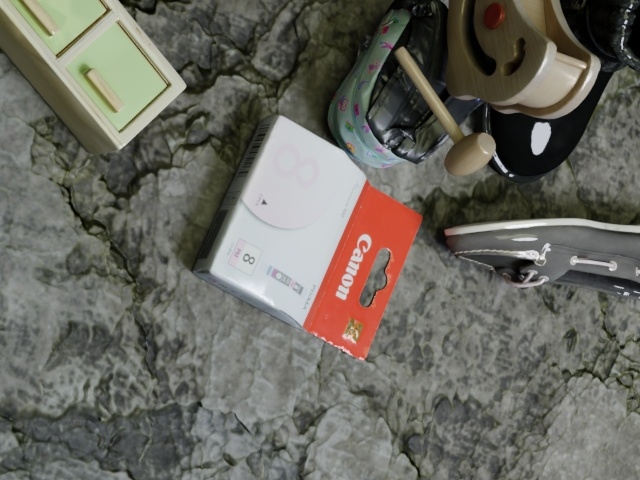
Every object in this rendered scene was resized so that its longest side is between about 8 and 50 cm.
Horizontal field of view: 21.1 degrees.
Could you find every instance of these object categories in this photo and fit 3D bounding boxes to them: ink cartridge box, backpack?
[{"bbox_3d":[0.000,0.000,1.857,0.232,0.066,0.189,28,76,-20],"label":"ink cartridge box"},{"bbox_3d":[0.094,-0.161,1.872,0.152,0.115,0.182,39,67,-19],"label":"backpack"}]

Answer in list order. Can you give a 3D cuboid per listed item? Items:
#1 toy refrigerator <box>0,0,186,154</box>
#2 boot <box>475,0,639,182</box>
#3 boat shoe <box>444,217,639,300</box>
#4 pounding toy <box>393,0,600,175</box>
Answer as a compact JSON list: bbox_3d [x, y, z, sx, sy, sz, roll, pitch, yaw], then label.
[{"bbox_3d":[-0.263,-0.220,1.700,0.102,0.094,0.269,-45,109,-21],"label":"toy refrigerator"},{"bbox_3d":[0.302,-0.200,1.867,0.131,0.260,0.348,11,105,-24],"label":"boot"},{"bbox_3d":[0.293,0.026,1.977,0.335,0.112,0.095,1,84,-31],"label":"boat shoe"},{"bbox_3d":[0.181,-0.210,1.771,0.155,0.154,0.269,13,70,-36],"label":"pounding toy"}]
